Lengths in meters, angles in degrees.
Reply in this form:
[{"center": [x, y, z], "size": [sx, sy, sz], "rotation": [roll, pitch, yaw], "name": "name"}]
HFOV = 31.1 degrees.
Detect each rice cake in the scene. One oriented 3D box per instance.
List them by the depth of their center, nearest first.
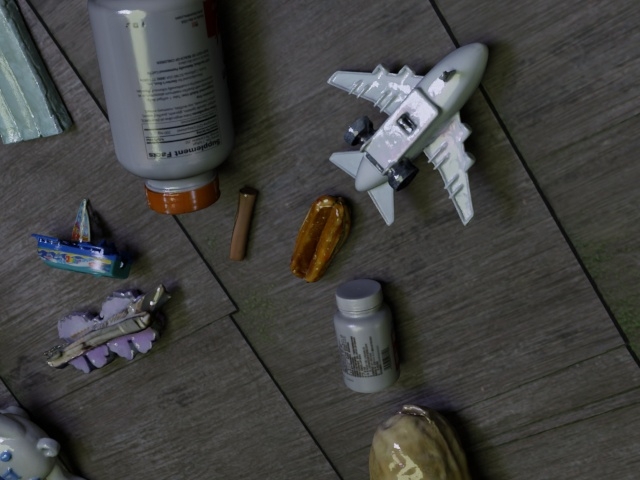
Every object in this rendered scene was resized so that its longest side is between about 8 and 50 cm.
[{"center": [-0.440, -0.241, 1.615], "size": [0.124, 0.038, 0.211], "rotation": [-8, 111, 29], "name": "rice cake"}]

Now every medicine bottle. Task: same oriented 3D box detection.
[{"center": [-0.193, -0.182, 1.455], "size": [0.157, 0.157, 0.288], "rotation": [5, 118, 23], "name": "medicine bottle"}, {"center": [0.060, 0.127, 1.540], "size": [0.079, 0.079, 0.140], "rotation": [1, 115, 25], "name": "medicine bottle"}]

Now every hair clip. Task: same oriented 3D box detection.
[{"center": [-0.321, 0.141, 1.739], "size": [0.292, 0.084, 0.106], "rotation": [-25, 108, 39], "name": "hair clip"}]

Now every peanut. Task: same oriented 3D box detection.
[{"center": [0.165, 0.367, 1.587], "size": [0.149, 0.149, 0.313], "rotation": [-22, 109, 33], "name": "peanut"}]

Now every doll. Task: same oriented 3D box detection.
[{"center": [-0.519, 0.360, 1.923], "size": [0.311, 0.159, 0.243], "rotation": [38, 115, -25], "name": "doll"}]

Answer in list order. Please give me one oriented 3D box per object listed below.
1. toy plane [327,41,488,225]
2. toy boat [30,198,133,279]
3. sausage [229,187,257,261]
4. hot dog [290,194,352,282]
[{"center": [0.112, -0.136, 1.365], "size": [0.251, 0.101, 0.255], "rotation": [48, 126, 11], "name": "toy plane"}, {"center": [-0.351, -0.006, 1.682], "size": [0.175, 0.091, 0.110], "rotation": [8, 85, 26], "name": "toy boat"}, {"center": [-0.108, -0.020, 1.579], "size": [0.026, 0.026, 0.116], "rotation": [22, 123, 14], "name": "sausage"}, {"center": [0.001, -0.001, 1.529], "size": [0.062, 0.038, 0.144], "rotation": [27, 126, 7], "name": "hot dog"}]
